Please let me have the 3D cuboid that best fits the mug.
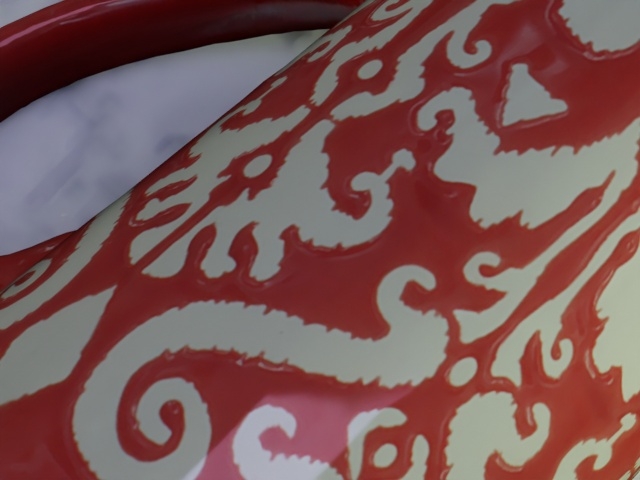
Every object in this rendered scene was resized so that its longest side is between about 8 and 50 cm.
[{"bbox_3d":[0.003,0.001,0.356,0.169,0.113,0.150,-42,95,-10],"label":"mug"}]
